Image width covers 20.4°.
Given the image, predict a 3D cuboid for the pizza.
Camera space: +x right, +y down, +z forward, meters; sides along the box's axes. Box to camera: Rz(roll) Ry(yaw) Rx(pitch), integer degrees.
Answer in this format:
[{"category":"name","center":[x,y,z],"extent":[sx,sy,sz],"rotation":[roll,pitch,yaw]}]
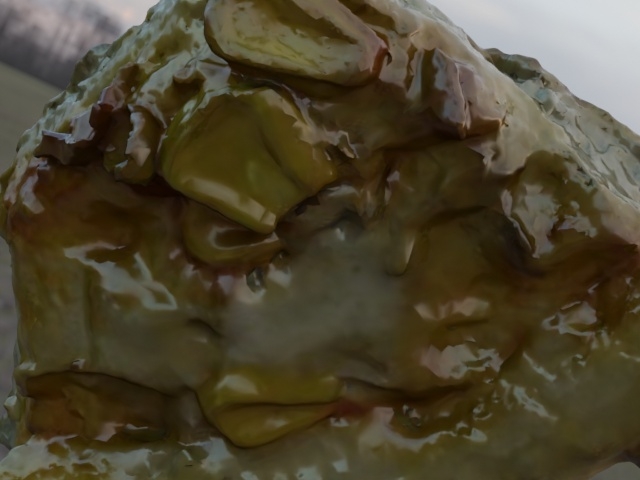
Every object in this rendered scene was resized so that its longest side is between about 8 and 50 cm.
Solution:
[{"category":"pizza","center":[0.000,0.000,0.373],"extent":[0.182,0.161,0.062],"rotation":[-3,23,12]}]
